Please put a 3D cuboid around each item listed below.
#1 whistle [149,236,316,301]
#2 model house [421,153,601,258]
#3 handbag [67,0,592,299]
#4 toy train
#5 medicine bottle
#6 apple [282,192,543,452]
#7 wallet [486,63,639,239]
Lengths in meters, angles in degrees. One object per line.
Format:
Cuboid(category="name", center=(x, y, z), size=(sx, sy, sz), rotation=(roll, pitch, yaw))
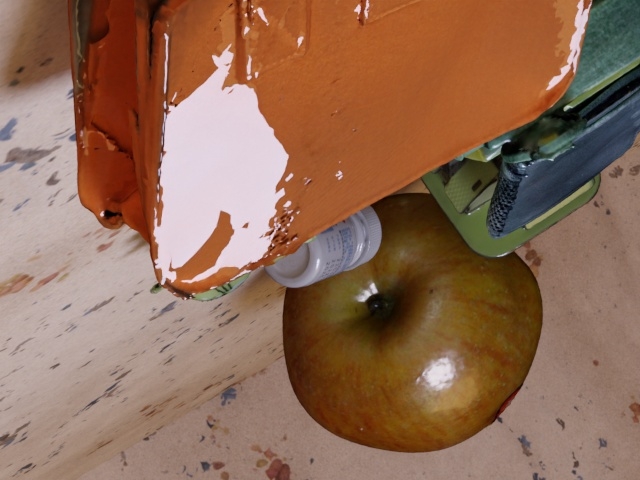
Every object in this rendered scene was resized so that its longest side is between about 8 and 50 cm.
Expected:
Cuboid(category="whistle", center=(-0.072, -0.021, 1.752), size=(0.288, 0.106, 0.131), rotation=(-33, 178, 3))
Cuboid(category="model house", center=(0.251, -0.131, 2.075), size=(0.218, 0.205, 0.279), rotation=(-34, 163, -5))
Cuboid(category="handbag", center=(0.020, -0.153, 1.107), size=(0.410, 0.116, 0.303), rotation=(-28, 146, -27))
Cuboid(category="toy train", center=(0.275, -0.217, 1.656), size=(0.397, 0.160, 0.253), rotation=(-33, -169, -3))
Cuboid(category="medicine bottle", center=(0.000, 0.000, 2.122), size=(0.105, 0.105, 0.168), rotation=(-38, 169, 32))
Cuboid(category="apple", center=(0.135, 0.120, 2.346), size=(0.400, 0.400, 0.333), rotation=(-32, 161, -7))
Cuboid(category="wallet", center=(0.299, -0.118, 1.884), size=(0.237, 0.075, 0.342), rotation=(-38, 169, -7))
